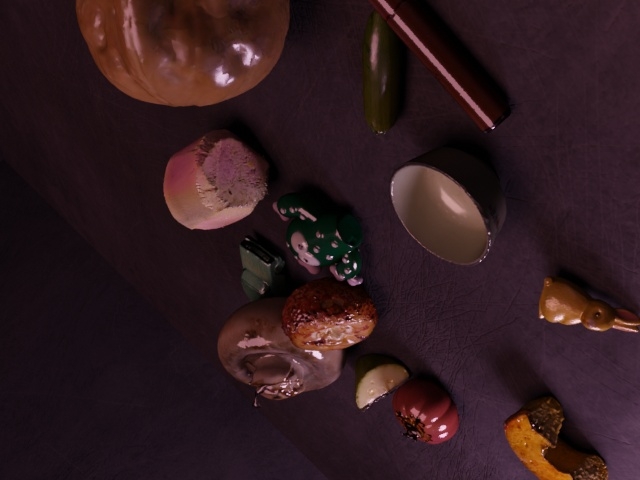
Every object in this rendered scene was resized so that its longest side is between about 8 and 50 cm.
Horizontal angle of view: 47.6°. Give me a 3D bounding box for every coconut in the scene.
[{"bbox_3d":[-0.253,-0.137,1.738,0.245,0.233,0.233,-16,114,53],"label":"coconut"}]

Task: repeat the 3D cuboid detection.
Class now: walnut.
[{"bbox_3d":[-0.223,-0.409,1.214,0.383,0.383,0.383,36,152,23],"label":"walnut"}]

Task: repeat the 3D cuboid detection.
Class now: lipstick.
[{"bbox_3d":[0.150,-0.307,1.078,0.356,0.057,0.057,49,154,-2],"label":"lipstick"}]

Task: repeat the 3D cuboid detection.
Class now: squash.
[{"bbox_3d":[0.101,-0.265,1.198,0.069,0.069,0.258,33,150,28],"label":"squash"},{"bbox_3d":[0.154,0.357,2.025,0.093,0.169,0.252,54,-173,-5],"label":"squash"}]

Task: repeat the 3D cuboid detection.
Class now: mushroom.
[{"bbox_3d":[-0.108,0.327,2.013,0.362,0.294,0.362,5,143,3],"label":"mushroom"}]

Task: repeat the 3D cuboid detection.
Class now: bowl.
[{"bbox_3d":[0.226,-0.072,1.221,0.211,0.112,0.211,35,151,23],"label":"bowl"}]

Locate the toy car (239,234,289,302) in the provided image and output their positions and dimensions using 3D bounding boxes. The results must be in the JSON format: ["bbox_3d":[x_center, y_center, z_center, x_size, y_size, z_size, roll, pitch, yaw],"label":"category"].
[{"bbox_3d":[-0.162,0.128,2.102,0.141,0.097,0.320,33,151,27],"label":"toy car"}]

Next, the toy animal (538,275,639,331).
[{"bbox_3d":[0.445,0.115,1.200,0.159,0.070,0.083,24,143,32],"label":"toy animal"}]

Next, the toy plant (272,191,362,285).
[{"bbox_3d":[-0.003,-0.004,1.664,0.243,0.112,0.232,17,136,37],"label":"toy plant"}]

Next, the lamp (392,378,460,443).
[{"bbox_3d":[0.261,0.439,1.839,0.182,0.140,0.182,32,146,25],"label":"lamp"}]

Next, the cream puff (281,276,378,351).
[{"bbox_3d":[0.021,0.178,1.774,0.240,0.240,0.164,90,166,-54],"label":"cream puff"}]

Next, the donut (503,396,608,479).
[{"bbox_3d":[0.482,0.439,1.544,0.259,0.101,0.152,52,154,-9],"label":"donut"}]
